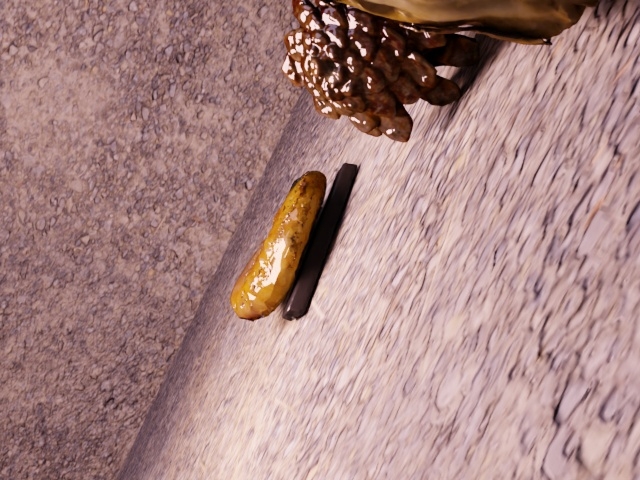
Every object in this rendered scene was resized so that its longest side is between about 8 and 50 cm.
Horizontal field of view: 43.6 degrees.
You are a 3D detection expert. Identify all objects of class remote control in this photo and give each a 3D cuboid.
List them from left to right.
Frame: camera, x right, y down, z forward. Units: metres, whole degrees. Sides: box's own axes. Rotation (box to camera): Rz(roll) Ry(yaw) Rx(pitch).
[{"bbox_3d":[0.000,0.000,1.135,0.063,0.025,0.245,128,164,-66],"label":"remote control"}]

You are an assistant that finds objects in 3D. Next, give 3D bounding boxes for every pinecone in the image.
[{"bbox_3d":[0.072,-0.228,0.850,0.229,0.203,0.201,-17,48,55],"label":"pinecone"}]

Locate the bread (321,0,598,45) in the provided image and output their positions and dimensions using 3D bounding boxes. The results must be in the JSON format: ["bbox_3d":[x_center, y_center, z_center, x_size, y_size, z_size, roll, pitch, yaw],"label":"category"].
[{"bbox_3d":[0.121,-0.279,0.648,0.167,0.278,0.324,91,-168,-51],"label":"bread"}]

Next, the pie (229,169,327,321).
[{"bbox_3d":[-0.056,0.008,1.197,0.273,0.069,0.273,-59,6,10],"label":"pie"}]
